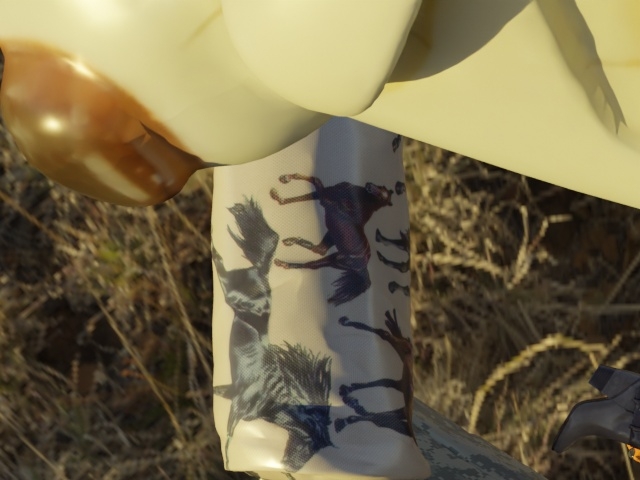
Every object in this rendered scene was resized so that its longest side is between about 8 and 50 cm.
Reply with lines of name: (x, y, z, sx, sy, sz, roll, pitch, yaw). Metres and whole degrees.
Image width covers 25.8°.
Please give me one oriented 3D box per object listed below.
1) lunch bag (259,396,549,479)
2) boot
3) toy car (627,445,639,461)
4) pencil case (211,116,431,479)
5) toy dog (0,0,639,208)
lunch bag: (0.118, 0.291, 1.452, 0.305, 0.256, 0.212, 31, 117, 33)
boot: (0.292, 0.183, 1.385, 0.087, 0.042, 0.118, 33, 112, 20)
toy car: (0.421, 0.260, 1.689, 0.122, 0.040, 0.060, 32, 25, -11)
pencil case: (0.000, 0.000, 1.088, 0.160, 0.183, 0.410, -7, 80, 31)
toy dog: (0.053, -0.142, 0.533, 0.408, 0.395, 0.284, 2, 69, 20)
